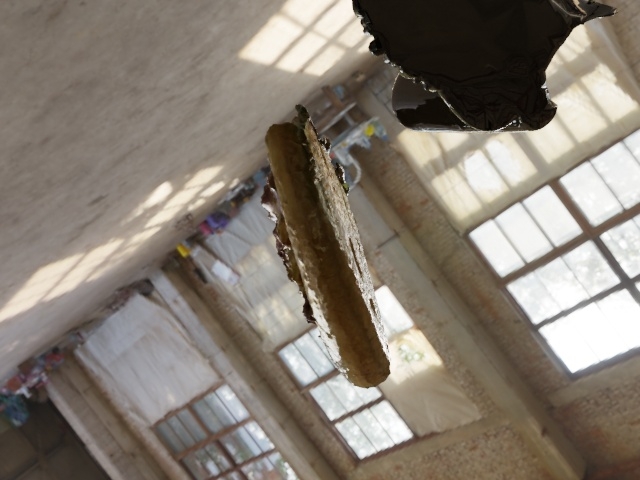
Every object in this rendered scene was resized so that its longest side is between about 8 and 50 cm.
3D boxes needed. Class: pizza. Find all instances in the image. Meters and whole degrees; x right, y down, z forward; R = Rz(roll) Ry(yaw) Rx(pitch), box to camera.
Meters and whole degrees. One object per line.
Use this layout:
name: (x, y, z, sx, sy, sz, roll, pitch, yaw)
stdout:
pizza: (0.000, 0.000, 0.695, 0.082, 0.289, 0.228, -17, -159, 10)

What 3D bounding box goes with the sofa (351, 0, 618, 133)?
sofa: (0.060, -0.196, 0.526, 0.182, 0.258, 0.200, -46, -158, -9)
